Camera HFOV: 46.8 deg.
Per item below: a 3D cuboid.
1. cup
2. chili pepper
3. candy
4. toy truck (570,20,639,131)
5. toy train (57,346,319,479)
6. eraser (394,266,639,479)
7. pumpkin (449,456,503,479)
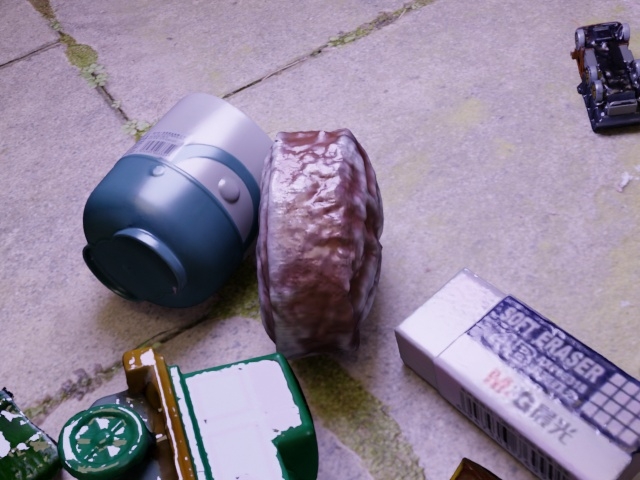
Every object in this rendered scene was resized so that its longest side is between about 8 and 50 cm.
[{"bbox_3d":[-0.202,-0.043,1.039,0.289,0.219,0.258,-13,33,49],"label":"cup"},{"bbox_3d":[-0.426,0.296,0.819,0.136,0.099,0.270,42,57,14],"label":"chili pepper"},{"bbox_3d":[0.000,0.000,0.907,0.157,0.214,0.290,-4,69,7],"label":"candy"},{"bbox_3d":[0.449,-0.253,1.153,0.083,0.092,0.192,-6,52,9],"label":"toy truck"},{"bbox_3d":[-0.101,0.270,0.712,0.249,0.178,0.429,-13,43,-16],"label":"toy train"},{"bbox_3d":[0.220,0.153,0.797,0.130,0.086,0.287,-36,48,-20],"label":"eraser"},{"bbox_3d":[0.126,0.307,0.588,0.169,0.148,0.312,34,52,20],"label":"pumpkin"}]
